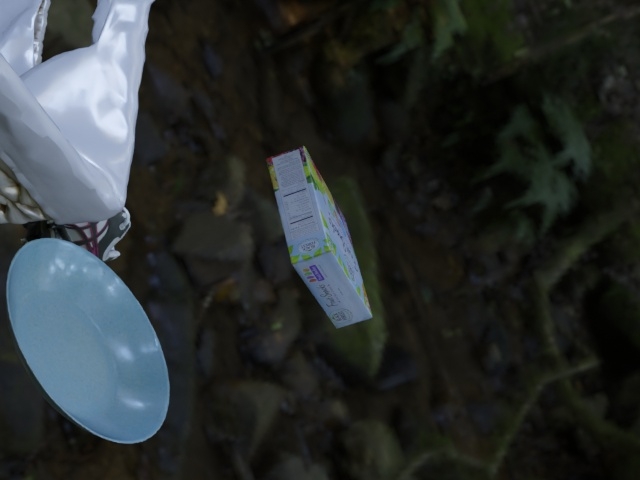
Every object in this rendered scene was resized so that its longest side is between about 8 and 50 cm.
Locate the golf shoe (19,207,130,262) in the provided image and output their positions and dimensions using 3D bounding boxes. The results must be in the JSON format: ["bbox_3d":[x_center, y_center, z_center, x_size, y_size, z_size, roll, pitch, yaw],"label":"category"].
[{"bbox_3d":[-0.289,-0.051,1.807,0.105,0.120,0.273,66,-27,26],"label":"golf shoe"}]

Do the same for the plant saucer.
[{"bbox_3d":[-0.206,0.091,1.272,0.195,0.037,0.195,44,27,-29],"label":"plant saucer"}]

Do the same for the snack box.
[{"bbox_3d":[0.000,0.000,1.232,0.141,0.037,0.100,57,17,-61],"label":"snack box"}]

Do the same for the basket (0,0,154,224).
[{"bbox_3d":[-0.272,-0.209,0.887,0.331,0.266,0.328,58,30,-56],"label":"basket"}]
